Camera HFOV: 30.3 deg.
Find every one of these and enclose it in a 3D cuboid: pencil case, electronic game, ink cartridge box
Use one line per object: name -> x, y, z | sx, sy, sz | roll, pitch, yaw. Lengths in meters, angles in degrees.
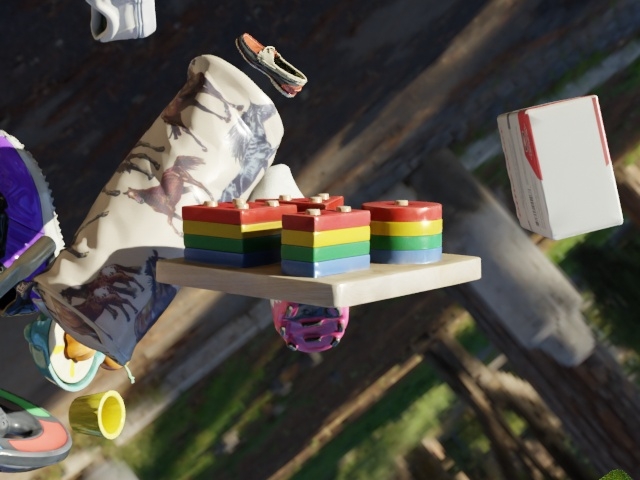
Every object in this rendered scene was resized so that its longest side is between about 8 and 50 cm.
pencil case -> -0.209, -0.048, 1.528 | 0.410, 0.183, 0.160 | -56, 143, -16
electronic game -> -0.370, 0.182, 1.232 | 0.048, 0.229, 0.229 | -69, 163, 3
ink cartridge box -> 0.367, -0.116, 1.842 | 0.114, 0.197, 0.273 | -13, -175, 0

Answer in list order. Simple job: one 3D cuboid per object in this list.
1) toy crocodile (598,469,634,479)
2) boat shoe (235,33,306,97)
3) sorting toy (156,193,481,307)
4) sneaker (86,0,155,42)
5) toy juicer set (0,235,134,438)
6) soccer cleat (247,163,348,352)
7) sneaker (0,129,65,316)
toy crocodile -> 0.235, 0.311, 1.021 | 0.340, 0.115, 0.105 | -50, 178, 9
boat shoe -> -0.082, -0.299, 1.972 | 0.043, 0.137, 0.049 | -44, -177, 39
sorting toy -> 0.000, 0.000, 1.279 | 0.257, 0.089, 0.255 | 5, -172, 40
sneaker -> -0.269, -0.344, 1.518 | 0.091, 0.094, 0.258 | -24, 149, -16
toy juicer set -> -0.341, 0.112, 1.654 | 0.329, 0.089, 0.209 | 63, 32, -42
soccer cleat -> -0.029, 0.028, 1.706 | 0.116, 0.143, 0.331 | -9, 139, 6
sneaker -> -0.472, -0.013, 1.755 | 0.146, 0.102, 0.293 | -27, 117, -30
